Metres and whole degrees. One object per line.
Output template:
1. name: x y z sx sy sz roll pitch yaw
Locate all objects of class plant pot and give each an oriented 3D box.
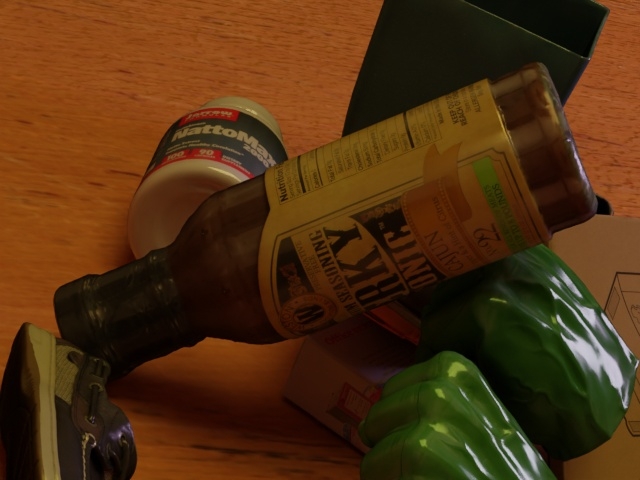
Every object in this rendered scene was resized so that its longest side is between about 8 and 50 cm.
1. plant pot: 0.109 -0.106 1.490 0.165 0.234 0.165 26 26 4

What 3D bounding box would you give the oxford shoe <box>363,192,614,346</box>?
1. oxford shoe: 0.114 0.003 1.329 0.130 0.132 0.364 36 16 23

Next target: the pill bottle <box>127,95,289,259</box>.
1. pill bottle: -0.078 -0.042 1.356 0.108 0.108 0.180 21 25 -5

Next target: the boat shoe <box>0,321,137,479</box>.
1. boat shoe: -0.140 0.119 1.023 0.073 0.080 0.223 9 24 -18

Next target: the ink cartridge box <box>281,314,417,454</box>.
1. ink cartridge box: 0.048 0.107 1.237 0.122 0.052 0.088 35 26 20

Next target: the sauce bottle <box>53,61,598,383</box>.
1. sauce bottle: 0.000 0.000 1.131 0.111 0.344 0.111 -23 90 -80

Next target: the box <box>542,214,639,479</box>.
1. box: 0.225 0.082 1.308 0.164 0.201 0.021 4 -11 -37

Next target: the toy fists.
1. toy fists: 0.106 0.107 1.134 0.142 0.096 0.279 53 42 -20
